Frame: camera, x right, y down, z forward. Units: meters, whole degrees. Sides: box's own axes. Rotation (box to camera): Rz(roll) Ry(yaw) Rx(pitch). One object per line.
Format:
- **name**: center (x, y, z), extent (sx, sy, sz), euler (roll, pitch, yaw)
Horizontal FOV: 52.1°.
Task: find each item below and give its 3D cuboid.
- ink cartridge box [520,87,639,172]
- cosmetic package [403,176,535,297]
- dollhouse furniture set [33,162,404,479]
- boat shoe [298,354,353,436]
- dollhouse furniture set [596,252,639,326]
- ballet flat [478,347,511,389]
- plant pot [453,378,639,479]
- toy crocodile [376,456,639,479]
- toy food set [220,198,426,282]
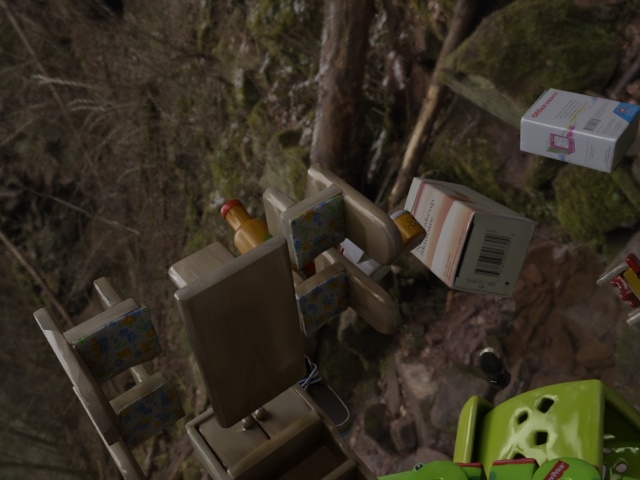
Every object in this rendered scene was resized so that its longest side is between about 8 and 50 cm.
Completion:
- **ink cartridge box**: center (0.331, -0.144, 0.841), extent (0.088, 0.122, 0.052), euler (-43, -39, -32)
- **cosmetic package**: center (0.267, -0.016, 1.267), extent (0.296, 0.129, 0.153), euler (-128, 49, -70)
- **dollhouse furniture set**: center (-0.029, 0.113, 0.449), extent (0.161, 0.212, 0.242), euler (41, 150, 37)
- **boat shoe**: center (-0.032, 0.187, 0.862), extent (0.066, 0.183, 0.066), euler (-41, -25, -35)
- **dollhouse furniture set**: center (0.681, 0.166, 1.168), extent (0.152, 0.374, 0.201), euler (-40, -12, 26)
- **ballet flat**: center (0.392, 0.281, 1.471), extent (0.057, 0.173, 0.049), euler (9, 59, 31)
- **plant pot**: center (0.295, 0.323, 0.834), extent (0.207, 0.227, 0.228), euler (-13, 50, 40)
- **toy crocodile**: center (0.198, 0.275, 0.682), extent (0.341, 0.115, 0.105), euler (-12, 27, 30)
- **toy food set**: center (0.000, 0.000, 0.723), extent (0.104, 0.232, 0.111), euler (52, 138, 24)
